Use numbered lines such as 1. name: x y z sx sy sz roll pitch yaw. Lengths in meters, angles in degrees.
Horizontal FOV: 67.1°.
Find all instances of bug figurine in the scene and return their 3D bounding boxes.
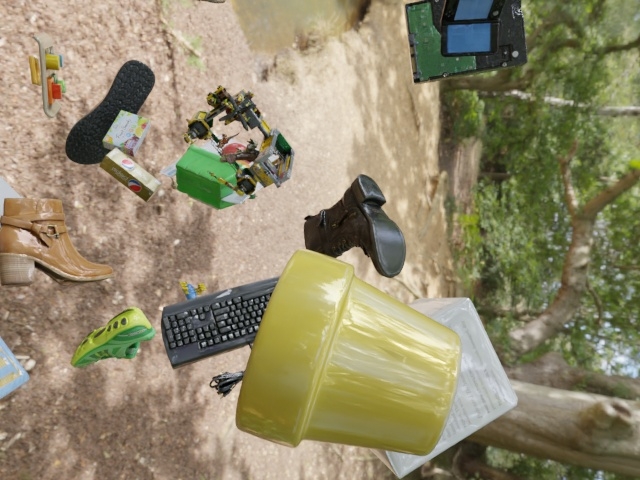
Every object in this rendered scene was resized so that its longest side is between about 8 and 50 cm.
1. bug figurine: -0.345 0.215 1.650 0.279 0.216 0.072 12 113 -31

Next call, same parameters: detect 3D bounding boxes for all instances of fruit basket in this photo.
1. fruit basket: -0.322 -0.249 1.699 0.353 0.327 0.165 -46 154 -52

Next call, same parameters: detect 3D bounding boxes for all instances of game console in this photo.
1. game console: 0.370 -0.523 1.170 0.124 0.144 0.085 83 5 -69

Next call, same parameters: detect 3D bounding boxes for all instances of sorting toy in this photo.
1. sorting toy: -0.700 -0.434 1.263 0.348 0.047 0.196 -128 -142 -58

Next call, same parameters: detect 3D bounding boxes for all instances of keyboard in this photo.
1. keyboard: -0.145 0.187 0.966 0.201 0.317 0.033 70 -26 13

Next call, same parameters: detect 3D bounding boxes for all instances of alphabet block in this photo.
1. alphabet block: -1.094 0.443 1.511 0.193 0.197 0.192 57 8 -3

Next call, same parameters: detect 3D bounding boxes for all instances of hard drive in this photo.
1. hard drive: 0.436 -0.621 1.462 0.064 0.339 0.237 -56 137 -80

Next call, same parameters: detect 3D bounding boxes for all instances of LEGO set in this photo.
1. LEGO set: -0.225 -0.247 1.348 0.192 0.255 0.331 -86 152 -53

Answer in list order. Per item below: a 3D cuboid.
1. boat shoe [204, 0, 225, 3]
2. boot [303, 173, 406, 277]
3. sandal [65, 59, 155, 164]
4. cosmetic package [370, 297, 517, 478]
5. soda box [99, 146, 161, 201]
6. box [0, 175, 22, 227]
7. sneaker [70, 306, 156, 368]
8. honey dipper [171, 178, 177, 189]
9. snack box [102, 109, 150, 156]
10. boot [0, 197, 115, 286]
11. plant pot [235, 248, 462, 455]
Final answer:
1. boat shoe: -0.429 -0.857 1.648 0.070 0.219 0.078 -171 -88 -76
2. boot: 0.058 0.008 1.044 0.091 0.229 0.263 14 49 -37
3. sandal: -0.772 -0.466 1.798 0.167 0.107 0.446 38 88 -31
4. cosmetic package: 0.266 0.394 1.409 0.327 0.393 0.329 65 -14 0
5. soda box: -0.605 -0.209 1.542 0.181 0.061 0.058 40 37 -15
6. box: -0.919 -0.106 1.172 0.345 0.215 0.168 76 12 -51
7. sneaker: -0.572 0.292 1.322 0.123 0.295 0.109 50 27 -22
8. honey dipper: -0.682 -0.281 2.221 0.161 0.030 0.030 110 -6 -70
9. snack box: -0.631 -0.350 1.577 0.037 0.100 0.141 114 -9 -59
10. boot: -0.674 0.006 1.246 0.283 0.109 0.220 4 75 -43
11. plant pot: 0.045 0.165 0.641 0.254 0.239 0.254 18 90 -84
